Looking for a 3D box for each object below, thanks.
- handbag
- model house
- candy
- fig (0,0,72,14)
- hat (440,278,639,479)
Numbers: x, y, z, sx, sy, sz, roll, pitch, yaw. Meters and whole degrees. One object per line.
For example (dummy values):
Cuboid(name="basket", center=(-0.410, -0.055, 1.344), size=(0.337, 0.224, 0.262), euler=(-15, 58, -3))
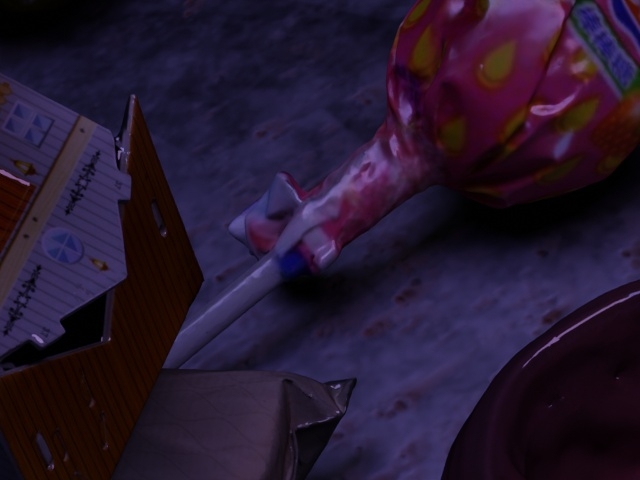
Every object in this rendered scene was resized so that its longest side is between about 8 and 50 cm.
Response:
Cuboid(name="handbag", center=(-0.130, 0.121, 0.756), size=(0.270, 0.117, 0.182), euler=(-3, 33, 16))
Cuboid(name="model house", center=(-0.119, 0.037, 0.670), size=(0.136, 0.207, 0.219), euler=(28, 44, -9))
Cuboid(name="candy", center=(0.000, 0.000, 0.848), size=(0.365, 0.124, 0.124), euler=(-40, 45, -2))
Cuboid(name="fig", center=(-0.174, -0.223, 1.128), size=(0.124, 0.124, 0.236), euler=(-14, 29, 10))
Cuboid(name="hat", center=(0.143, 0.099, 0.683), size=(0.205, 0.089, 0.205), euler=(-9, 43, 8))
